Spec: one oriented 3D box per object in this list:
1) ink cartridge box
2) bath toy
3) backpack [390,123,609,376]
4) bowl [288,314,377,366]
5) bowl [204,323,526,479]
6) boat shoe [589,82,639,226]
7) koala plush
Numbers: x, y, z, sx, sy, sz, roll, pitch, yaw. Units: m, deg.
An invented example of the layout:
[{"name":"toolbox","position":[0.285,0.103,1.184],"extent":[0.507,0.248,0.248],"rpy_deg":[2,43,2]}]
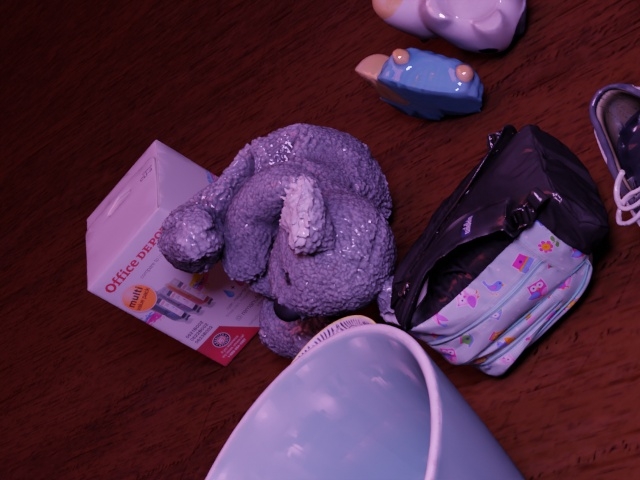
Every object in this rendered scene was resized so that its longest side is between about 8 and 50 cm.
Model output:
[{"name":"ink cartridge box","position":[-0.133,0.013,1.831],"extent":[0.128,0.176,0.127],"rpy_deg":[-48,27,24]},{"name":"bath toy","position":[0.156,-0.284,1.702],"extent":[0.348,0.151,0.129],"rpy_deg":[-64,-18,-7]},{"name":"backpack","position":[0.138,0.016,1.402],"extent":[0.182,0.115,0.152],"rpy_deg":[-50,15,21]},{"name":"bowl","position":[0.026,0.155,1.494],"extent":[0.170,0.080,0.170],"rpy_deg":[-43,29,31]},{"name":"bowl","position":[0.038,0.231,1.289],"extent":[0.311,0.163,0.312],"rpy_deg":[-42,31,32]},{"name":"boat shoe","position":[0.257,-0.041,1.284],"extent":[0.095,0.079,0.254],"rpy_deg":[-49,27,21]},{"name":"koala plush","position":[0.000,0.000,1.597],"extent":[0.203,0.196,0.221],"rpy_deg":[-50,21,-4]}]
